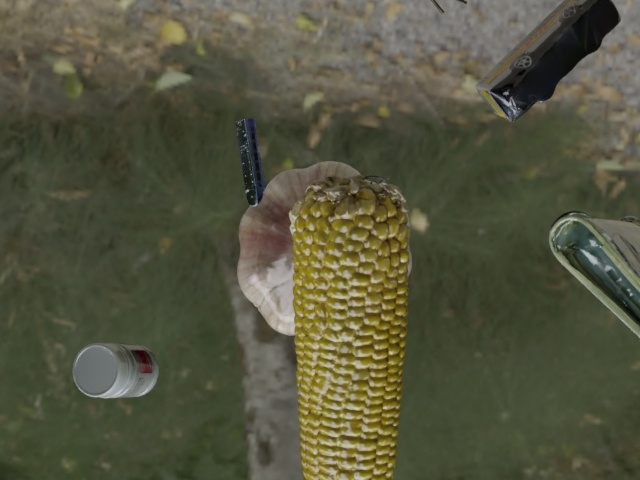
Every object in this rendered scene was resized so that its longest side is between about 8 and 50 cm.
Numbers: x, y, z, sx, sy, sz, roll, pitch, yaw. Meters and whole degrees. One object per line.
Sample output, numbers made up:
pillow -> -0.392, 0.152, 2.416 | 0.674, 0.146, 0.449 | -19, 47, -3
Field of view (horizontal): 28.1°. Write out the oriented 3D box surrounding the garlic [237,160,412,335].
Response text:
garlic -> 0.000, 0.000, 1.667 | 0.245, 0.245, 0.253 | 7, 166, 7

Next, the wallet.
wallet -> 0.346, 0.062, 1.311 | 0.077, 0.223, 0.309 | -42, 166, 17

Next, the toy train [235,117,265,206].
toy train -> -0.065, -0.074, 1.216 | 0.017, 0.083, 0.017 | -7, 178, -41

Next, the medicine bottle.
medicine bottle -> -0.218, 0.139, 1.366 | 0.058, 0.058, 0.091 | 1, 175, 20

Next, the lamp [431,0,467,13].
lamp -> 0.140, -0.295, 1.302 | 0.041, 0.121, 0.054 | 4, 160, 43

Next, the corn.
corn -> 0.026, 0.094, 1.146 | 0.106, 0.305, 0.106 | 1, -172, 0

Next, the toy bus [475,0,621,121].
toy bus -> 0.253, -0.208, 1.425 | 0.057, 0.172, 0.072 | 48, 173, -23
